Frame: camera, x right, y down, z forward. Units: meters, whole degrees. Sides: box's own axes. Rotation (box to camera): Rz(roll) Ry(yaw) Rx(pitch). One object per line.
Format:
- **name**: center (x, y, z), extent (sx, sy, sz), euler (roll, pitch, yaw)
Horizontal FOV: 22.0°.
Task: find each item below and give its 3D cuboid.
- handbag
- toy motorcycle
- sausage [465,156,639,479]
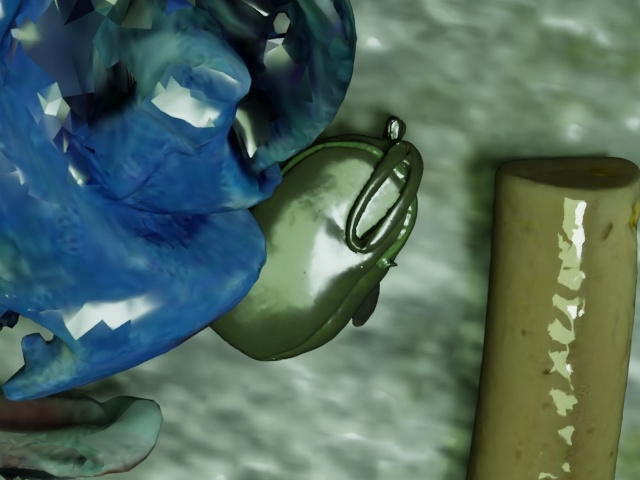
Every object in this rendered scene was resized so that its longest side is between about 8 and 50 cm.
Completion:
- **handbag**: center (0.000, 0.000, 0.636), extent (0.072, 0.047, 0.111), euler (39, 100, -5)
- **toy motorcycle**: center (-0.154, -0.037, 0.583), extent (0.319, 0.241, 0.182), euler (11, 64, 1)
- **sausage**: center (0.081, 0.115, 0.662), extent (0.065, 0.066, 0.301), euler (6, 106, -3)
